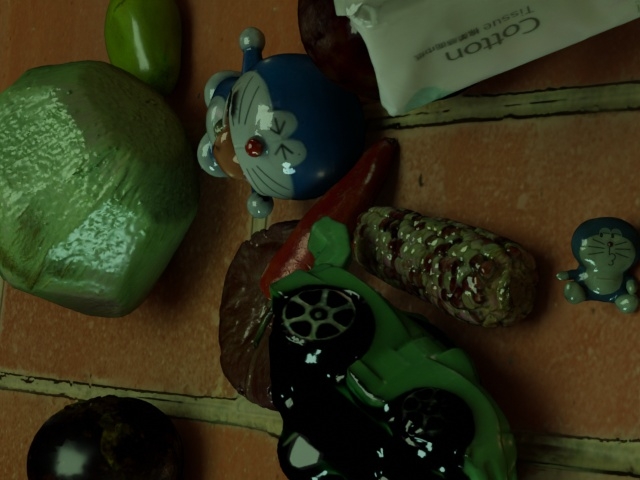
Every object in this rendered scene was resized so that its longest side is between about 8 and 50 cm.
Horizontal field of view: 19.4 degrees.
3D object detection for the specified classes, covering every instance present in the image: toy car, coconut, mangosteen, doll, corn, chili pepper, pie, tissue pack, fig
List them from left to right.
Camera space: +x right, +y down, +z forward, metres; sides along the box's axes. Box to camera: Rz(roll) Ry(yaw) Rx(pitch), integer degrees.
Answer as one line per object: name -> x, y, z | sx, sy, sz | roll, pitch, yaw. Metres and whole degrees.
coconut -> -0.304, -0.052, 2.312 | 0.328, 0.281, 0.328 | 10, 115, 21
mangosteen -> -0.249, 0.293, 2.247 | 0.192, 0.192, 0.217 | -9, 99, 53
doll -> -0.060, -0.132, 2.086 | 0.257, 0.161, 0.215 | 3, 98, 60
pie -> -0.047, 0.083, 2.108 | 0.204, 0.054, 0.218 | -15, 70, 51
chili pepper -> 0.000, 0.000, 1.999 | 0.272, 0.063, 0.071 | -55, 30, 1
toy car -> 0.065, 0.151, 1.823 | 0.359, 0.176, 0.213 | 36, 145, 34
fig -> 0.085, -0.238, 1.874 | 0.263, 0.224, 0.224 | -22, 65, 48
corn -> 0.115, 0.019, 1.869 | 0.280, 0.092, 0.092 | 23, 101, 56
tissue pack -> 0.168, -0.302, 1.652 | 0.356, 0.194, 0.266 | -21, 57, 4
doll -> 0.253, 0.019, 1.702 | 0.050, 0.076, 0.083 | -105, 22, -77

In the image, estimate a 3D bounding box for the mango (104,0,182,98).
mango -> -0.230, -0.254, 2.407 | 0.117, 0.089, 0.163 | -19, 68, 50
